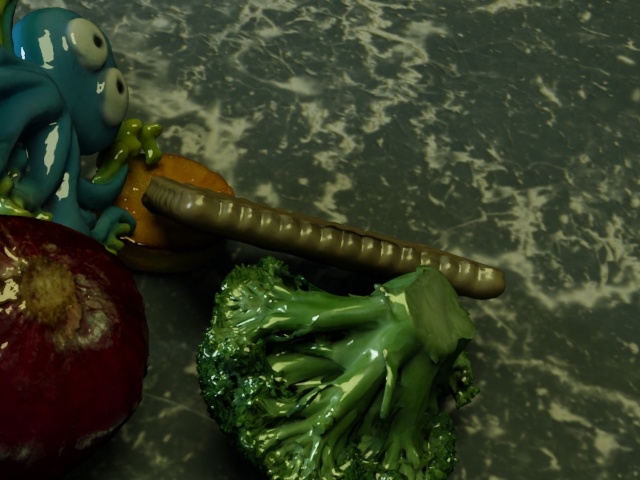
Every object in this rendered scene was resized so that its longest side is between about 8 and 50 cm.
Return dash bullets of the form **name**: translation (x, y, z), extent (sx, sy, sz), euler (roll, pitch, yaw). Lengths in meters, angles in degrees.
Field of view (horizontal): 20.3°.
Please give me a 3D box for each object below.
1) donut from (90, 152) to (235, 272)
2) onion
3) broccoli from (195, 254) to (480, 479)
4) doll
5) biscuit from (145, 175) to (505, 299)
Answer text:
- **donut**: translation (-0.162, -0.025, 1.811), extent (0.152, 0.058, 0.152), euler (6, 45, -6)
- **onion**: translation (-0.252, 0.112, 1.563), extent (0.207, 0.216, 0.206), euler (8, 57, -27)
- **broccoli**: translation (0.020, 0.118, 1.594), extent (0.269, 0.241, 0.261), euler (54, 36, -3)
- **doll**: translation (-0.258, -0.135, 1.640), extent (0.099, 0.346, 0.341), euler (-23, 20, 21)
- **biscuit**: translation (0.000, 0.000, 1.708), extent (0.325, 0.044, 0.217), euler (15, 1, -17)
